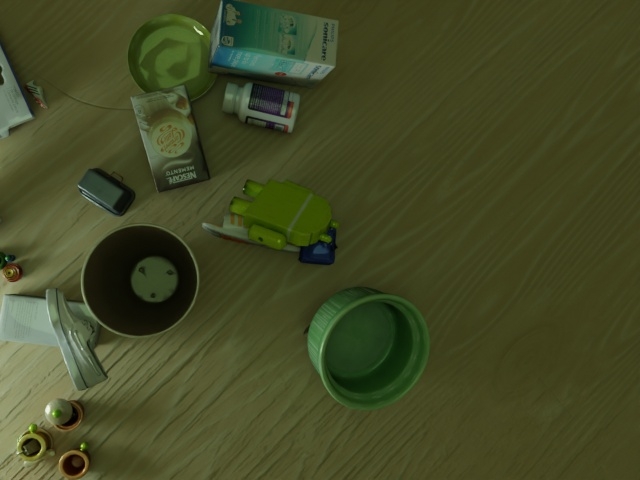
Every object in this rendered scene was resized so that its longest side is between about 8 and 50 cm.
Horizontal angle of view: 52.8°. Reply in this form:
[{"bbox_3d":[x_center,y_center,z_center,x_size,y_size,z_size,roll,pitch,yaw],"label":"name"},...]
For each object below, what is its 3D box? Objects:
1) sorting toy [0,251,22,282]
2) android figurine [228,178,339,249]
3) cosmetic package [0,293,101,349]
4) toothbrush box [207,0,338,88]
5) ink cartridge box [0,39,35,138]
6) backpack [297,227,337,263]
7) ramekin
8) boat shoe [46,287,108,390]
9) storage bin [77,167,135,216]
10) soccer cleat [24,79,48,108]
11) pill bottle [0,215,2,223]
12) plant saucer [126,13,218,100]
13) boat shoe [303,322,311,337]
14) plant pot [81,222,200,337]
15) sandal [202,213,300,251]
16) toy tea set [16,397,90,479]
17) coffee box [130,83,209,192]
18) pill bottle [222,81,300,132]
[{"bbox_3d":[-0.799,0.062,1.626,0.102,0.042,0.061,34,83,-5],"label":"sorting toy"},{"bbox_3d":[-0.087,-0.069,1.652,0.273,0.056,0.248,20,42,6],"label":"android figurine"},{"bbox_3d":[-0.673,0.202,1.617,0.231,0.085,0.117,9,86,-9],"label":"cosmetic package"},{"bbox_3d":[-0.125,-0.494,1.645,0.296,0.216,0.126,4,87,-17],"label":"toothbrush box"},{"bbox_3d":[-0.918,-0.379,1.622,0.307,0.072,0.303,-24,89,-11],"label":"ink cartridge box"},{"bbox_3d":[0.000,0.000,1.715,0.098,0.101,0.120,7,80,-13],"label":"backpack"},{"bbox_3d":[0.113,0.265,1.654,0.303,0.148,0.303,-4,102,-21],"label":"ramekin"},{"bbox_3d":[-0.583,0.228,1.550,0.084,0.095,0.258,-18,102,-13],"label":"boat shoe"},{"bbox_3d":[-0.549,-0.133,1.647,0.135,0.091,0.098,34,83,-6],"label":"storage bin"},{"bbox_3d":[-0.728,-0.378,1.666,0.036,0.029,0.083,-41,88,-4],"label":"soccer cleat"},{"bbox_3d":[-0.910,-0.014,1.569,0.229,0.131,0.131,-44,94,-8],"label":"pill bottle"},{"bbox_3d":[-0.389,-0.479,1.715,0.241,0.037,0.240,0,88,-8],"label":"plant saucer"},{"bbox_3d":[0.036,0.210,1.729,0.178,0.064,0.060,-43,99,-2],"label":"boat shoe"},{"bbox_3d":[-0.418,0.095,1.561,0.257,0.274,0.256,0,87,-9],"label":"plant pot"},{"bbox_3d":[-0.177,-0.029,1.695,0.265,0.102,0.076,14,81,-12],"label":"sandal"},{"bbox_3d":[-0.658,0.559,1.578,0.200,0.124,0.336,-7,88,-8],"label":"toy tea set"},{"bbox_3d":[-0.379,-0.259,1.655,0.141,0.098,0.246,-16,99,-7],"label":"coffee box"},{"bbox_3d":[-0.157,-0.357,1.705,0.194,0.108,0.108,12,85,-8],"label":"pill bottle"}]
